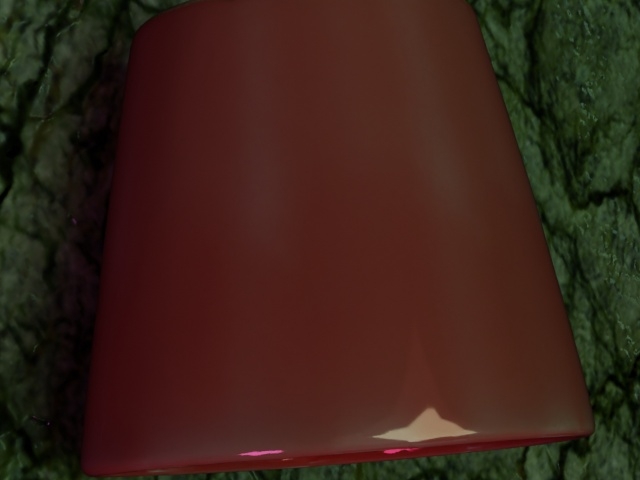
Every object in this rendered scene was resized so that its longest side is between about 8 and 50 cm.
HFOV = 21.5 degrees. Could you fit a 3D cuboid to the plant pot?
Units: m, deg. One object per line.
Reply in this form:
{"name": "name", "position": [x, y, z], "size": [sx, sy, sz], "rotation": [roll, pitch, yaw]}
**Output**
{"name": "plant pot", "position": [0.000, 0.000, 0.921], "size": [0.275, 0.275, 0.243], "rotation": [2, 80, -40]}
